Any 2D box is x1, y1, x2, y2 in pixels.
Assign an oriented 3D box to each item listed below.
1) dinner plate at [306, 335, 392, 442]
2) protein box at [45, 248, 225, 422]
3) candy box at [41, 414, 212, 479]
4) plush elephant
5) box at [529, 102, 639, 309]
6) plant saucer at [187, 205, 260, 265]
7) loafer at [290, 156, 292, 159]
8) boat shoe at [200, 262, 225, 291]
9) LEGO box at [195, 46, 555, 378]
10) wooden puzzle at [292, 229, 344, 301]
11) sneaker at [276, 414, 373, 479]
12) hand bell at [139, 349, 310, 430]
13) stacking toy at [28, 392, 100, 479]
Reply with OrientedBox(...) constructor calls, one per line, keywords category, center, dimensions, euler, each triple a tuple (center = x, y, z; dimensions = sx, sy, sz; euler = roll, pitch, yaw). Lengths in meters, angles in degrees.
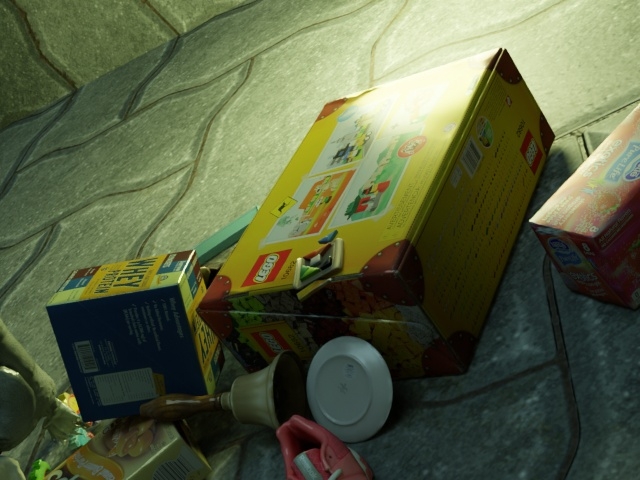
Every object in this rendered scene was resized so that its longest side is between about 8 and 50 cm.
OrientedBox(category="dinner plate", center=(0.034, 0.198, 1.370), dimensions=(0.141, 0.017, 0.141), euler=(-3, 84, 36))
OrientedBox(category="protein box", center=(-0.271, 0.142, 1.549), dimensions=(0.201, 0.200, 0.136), euler=(-10, 20, 8))
OrientedBox(category="candy box", center=(-0.326, 0.378, 1.531), dimensions=(0.316, 0.088, 0.183), euler=(-39, 25, -7))
OrientedBox(category="plush elephant", center=(-0.544, 0.283, 1.575), dimensions=(0.271, 0.330, 0.255), euler=(1, 47, 46))
OrientedBox(category="box", center=(0.406, -0.053, 1.307), dimensions=(0.257, 0.128, 0.122), euler=(-44, 28, -15))
OrientedBox(category="plant saucer", center=(-0.193, -0.006, 2.061), dimensions=(0.192, 0.018, 0.067), euler=(-34, 27, 8))
OrientedBox(category="loafer", center=(0.056, -0.169, 1.942), dimensions=(0.268, 0.092, 0.102), euler=(-30, 28, 13))
OrientedBox(category="boat shoe", center=(-0.193, 0.094, 1.756), dimensions=(0.342, 0.123, 0.123), euler=(-31, 26, 35))
OrientedBox(category="LEGO box", center=(0.096, -0.033, 1.567), dimensions=(0.372, 0.193, 0.500), euler=(-12, 37, 40))
OrientedBox(category="wooden puzzle", center=(-0.003, 0.030, 1.359), dimensions=(0.078, 0.014, 0.116), euler=(-29, 28, 14))
OrientedBox(category="sneaker", center=(0.014, 0.311, 1.184), dimensions=(0.116, 0.136, 0.314), euler=(-39, 27, -2))
OrientedBox(category="hand bell", center=(-0.147, 0.229, 1.462), dimensions=(0.241, 0.126, 0.126), euler=(-9, 36, 23))
OrientedBox(category="stacking toy", center=(-0.396, 0.320, 1.757), dimensions=(0.167, 0.052, 0.221), euler=(-27, 30, 23))
